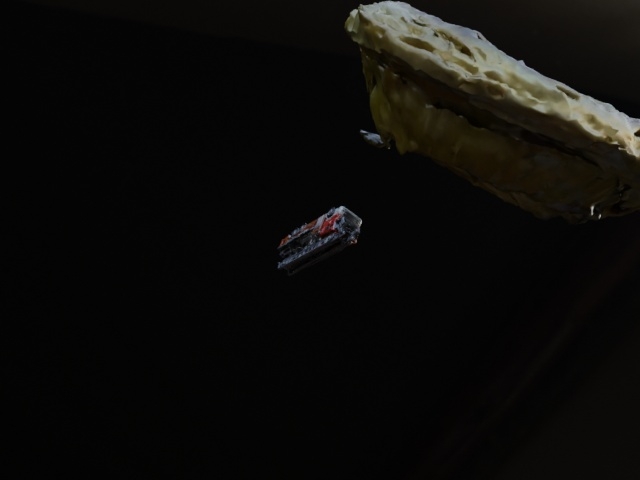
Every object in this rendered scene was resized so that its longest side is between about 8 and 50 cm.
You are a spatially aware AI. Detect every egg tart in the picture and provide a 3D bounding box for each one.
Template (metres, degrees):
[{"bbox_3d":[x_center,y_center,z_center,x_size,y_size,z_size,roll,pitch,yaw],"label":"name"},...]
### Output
[{"bbox_3d":[0.124,-0.085,0.762,0.291,0.291,0.107,21,-77,-26],"label":"egg tart"}]

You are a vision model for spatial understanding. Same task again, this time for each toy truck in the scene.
[{"bbox_3d":[0.000,0.000,0.700,0.024,0.032,0.083,38,-37,-20],"label":"toy truck"}]
